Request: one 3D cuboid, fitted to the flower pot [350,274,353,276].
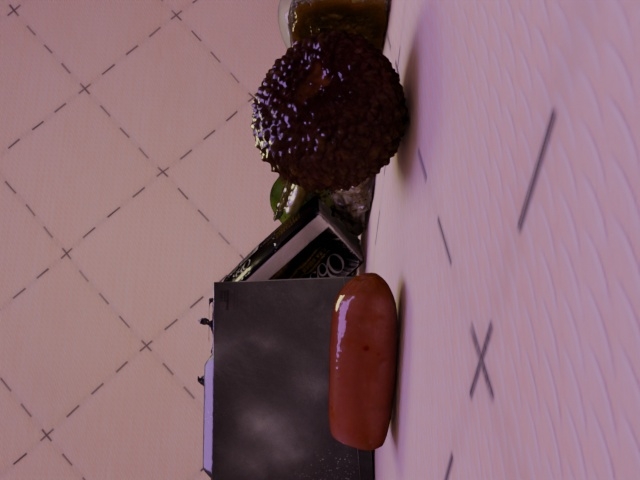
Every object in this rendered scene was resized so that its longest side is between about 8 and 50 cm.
[{"bbox_3d":[0.000,0.000,1.822,0.269,0.269,0.166,101,-169,-80],"label":"flower pot"}]

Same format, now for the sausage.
[{"bbox_3d":[0.066,0.179,0.944,0.113,0.114,0.259,-104,16,-85],"label":"sausage"}]

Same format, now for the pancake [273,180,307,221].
[{"bbox_3d":[-0.048,-0.249,1.612,0.305,0.067,0.426,125,153,-49],"label":"pancake"}]

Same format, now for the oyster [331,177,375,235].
[{"bbox_3d":[0.072,-0.181,1.436,0.396,0.111,0.204,88,-174,-58],"label":"oyster"}]

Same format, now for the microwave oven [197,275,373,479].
[{"bbox_3d":[-0.076,0.321,1.308,0.236,0.375,0.431,98,170,-65],"label":"microwave oven"}]

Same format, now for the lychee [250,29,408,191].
[{"bbox_3d":[0.025,-0.191,0.979,0.271,0.272,0.271,-177,90,-88],"label":"lychee"}]

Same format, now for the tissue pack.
[{"bbox_3d":[-0.086,0.080,1.581,0.370,0.198,0.210,-41,15,12],"label":"tissue pack"}]

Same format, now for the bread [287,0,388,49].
[{"bbox_3d":[0.036,-0.460,1.299,0.192,0.210,0.109,94,173,-61],"label":"bread"}]

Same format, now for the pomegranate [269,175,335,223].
[{"bbox_3d":[-0.006,-0.103,2.058,0.284,0.285,0.340,-89,-24,-47],"label":"pomegranate"}]

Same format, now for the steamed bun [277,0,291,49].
[{"bbox_3d":[-0.016,-0.652,1.922,0.324,0.206,0.324,-22,-90,-82],"label":"steamed bun"}]
